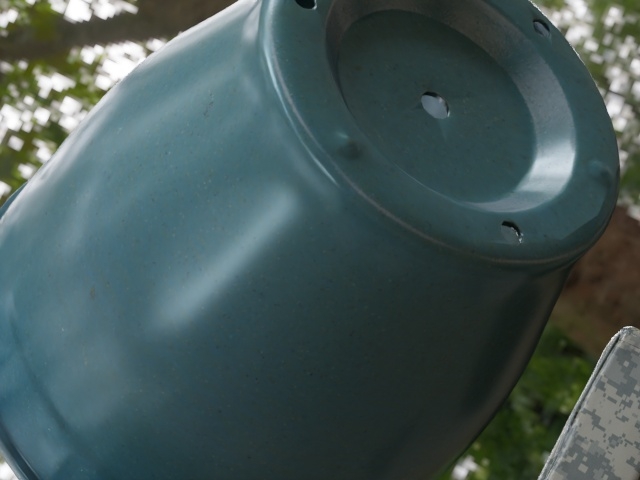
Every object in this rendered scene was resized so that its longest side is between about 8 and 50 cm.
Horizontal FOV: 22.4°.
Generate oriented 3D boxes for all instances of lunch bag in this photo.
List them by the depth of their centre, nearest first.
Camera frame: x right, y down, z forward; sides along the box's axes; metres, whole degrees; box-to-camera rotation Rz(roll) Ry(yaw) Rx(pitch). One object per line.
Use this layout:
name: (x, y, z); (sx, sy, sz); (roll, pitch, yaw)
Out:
lunch bag: (0.395, 0.290, 1.815); (0.305, 0.256, 0.212); (-57, -26, -21)

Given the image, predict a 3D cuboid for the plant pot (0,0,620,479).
plant pot: (0.000, 0.000, 0.778); (0.272, 0.271, 0.255); (-39, -5, -45)
